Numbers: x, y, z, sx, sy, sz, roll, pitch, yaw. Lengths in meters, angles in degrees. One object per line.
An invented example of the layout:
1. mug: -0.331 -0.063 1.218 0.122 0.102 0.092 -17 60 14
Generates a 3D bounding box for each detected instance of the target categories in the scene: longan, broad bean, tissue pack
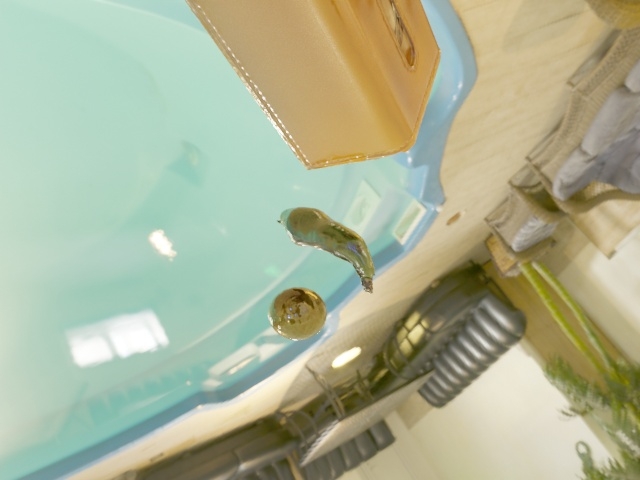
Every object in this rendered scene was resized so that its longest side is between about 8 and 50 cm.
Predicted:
1. longan: -0.029 0.093 0.700 0.075 0.075 0.083 -32 172 -5
2. broad bean: 0.003 -0.006 0.695 0.046 0.195 0.061 -14 128 -38
3. tissue pack: 0.004 -0.236 0.565 0.274 0.145 0.194 51 50 -42
